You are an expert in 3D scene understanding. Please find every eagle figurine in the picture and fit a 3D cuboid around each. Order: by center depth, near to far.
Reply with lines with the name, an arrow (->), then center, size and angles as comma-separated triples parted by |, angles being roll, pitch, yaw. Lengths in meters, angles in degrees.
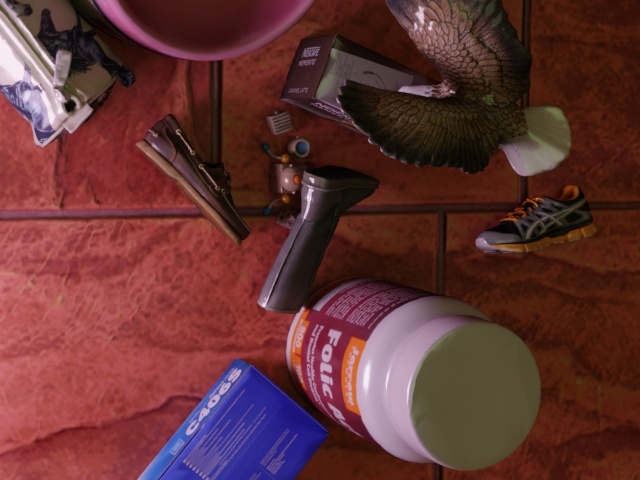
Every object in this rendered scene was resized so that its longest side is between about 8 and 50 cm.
eagle figurine -> 0.174, -0.192, 1.753 | 0.225, 0.298, 0.226 | -25, 64, 18

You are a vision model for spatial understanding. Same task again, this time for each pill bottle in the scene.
pill bottle -> 0.119, 0.176, 1.819 | 0.224, 0.392, 0.224 | -2, 95, -21

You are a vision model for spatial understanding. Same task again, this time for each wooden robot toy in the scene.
wooden robot toy -> -0.036, -0.098, 1.902 | 0.076, 0.079, 0.173 | -4, 97, -21

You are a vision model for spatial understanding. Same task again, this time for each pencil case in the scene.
pencil case -> -0.419, -0.311, 1.676 | 0.160, 0.183, 0.410 | -43, 107, -12

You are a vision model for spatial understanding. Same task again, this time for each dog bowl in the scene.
dog bowl -> -0.149, -0.413, 1.713 | 0.408, 0.150, 0.408 | -14, 124, -21

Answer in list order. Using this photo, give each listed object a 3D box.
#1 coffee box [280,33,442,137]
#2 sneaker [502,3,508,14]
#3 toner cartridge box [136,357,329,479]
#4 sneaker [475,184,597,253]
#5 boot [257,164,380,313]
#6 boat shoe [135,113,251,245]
coffee box -> 0.086, -0.199, 1.908 | 0.246, 0.141, 0.098 | 22, 86, -23
sneaker -> 0.255, -0.353, 1.999 | 0.068, 0.071, 0.170 | -14, 99, -20
toner cartridge box -> -0.160, 0.353, 1.895 | 0.165, 0.075, 0.348 | 43, 79, -18
sneaker -> 0.326, -0.028, 2.055 | 0.215, 0.084, 0.083 | -14, 97, -29
boot -> -0.001, -0.001, 1.920 | 0.189, 0.076, 0.208 | -5, 113, -54
boat shoe -> -0.161, -0.084, 1.856 | 0.073, 0.073, 0.207 | -45, 109, -10
